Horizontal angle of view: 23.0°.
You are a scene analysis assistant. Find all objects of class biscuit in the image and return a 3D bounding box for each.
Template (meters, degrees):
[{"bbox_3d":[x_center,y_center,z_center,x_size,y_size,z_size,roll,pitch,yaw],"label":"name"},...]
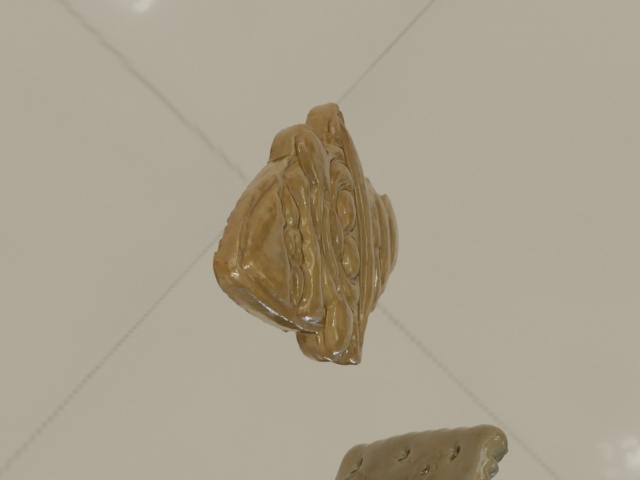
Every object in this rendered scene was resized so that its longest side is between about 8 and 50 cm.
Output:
[{"bbox_3d":[0.000,0.000,0.951,0.035,0.250,0.163,-11,93,25],"label":"biscuit"},{"bbox_3d":[0.040,0.303,1.415,0.044,0.217,0.325,43,54,-23],"label":"biscuit"}]
